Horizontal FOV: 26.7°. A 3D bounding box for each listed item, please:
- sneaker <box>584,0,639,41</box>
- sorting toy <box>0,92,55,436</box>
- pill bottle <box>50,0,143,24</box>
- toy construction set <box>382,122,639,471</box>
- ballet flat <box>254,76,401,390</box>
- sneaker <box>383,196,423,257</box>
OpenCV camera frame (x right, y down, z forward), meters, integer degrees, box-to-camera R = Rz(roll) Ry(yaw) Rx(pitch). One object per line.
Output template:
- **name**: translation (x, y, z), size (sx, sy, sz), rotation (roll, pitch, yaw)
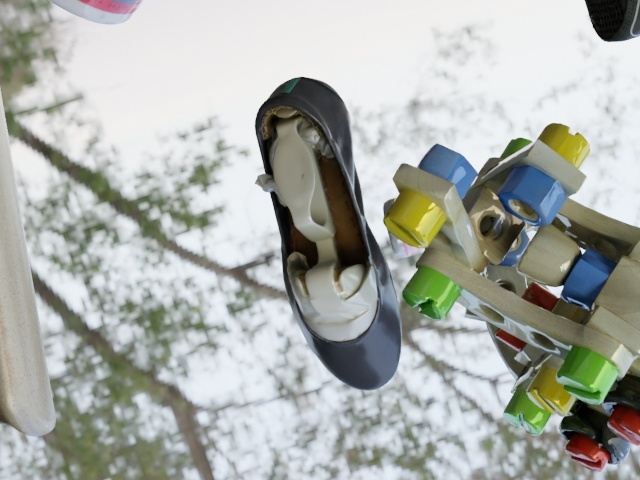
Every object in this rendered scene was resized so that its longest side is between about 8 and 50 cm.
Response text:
- **sneaker**: translation (0.104, -0.171, 0.601), size (0.077, 0.178, 0.072), rotation (-15, 177, -17)
- **sorting toy**: translation (-0.180, -0.074, 0.573), size (0.041, 0.307, 0.229), rotation (-10, -178, -26)
- **pill bottle**: translation (-0.122, -0.241, 0.883), size (0.180, 0.108, 0.108), rotation (-49, 179, 25)
- **toy construction set**: translation (0.136, 0.037, 0.852), size (0.151, 0.215, 0.328), rotation (-58, 175, -2)
- **ballet flat**: translation (0.000, 0.000, 0.830), size (0.074, 0.203, 0.074), rotation (-12, -176, 1)
- **sneaker**: translation (0.098, -0.022, 1.179), size (0.070, 0.051, 0.134), rotation (-15, -175, 16)
